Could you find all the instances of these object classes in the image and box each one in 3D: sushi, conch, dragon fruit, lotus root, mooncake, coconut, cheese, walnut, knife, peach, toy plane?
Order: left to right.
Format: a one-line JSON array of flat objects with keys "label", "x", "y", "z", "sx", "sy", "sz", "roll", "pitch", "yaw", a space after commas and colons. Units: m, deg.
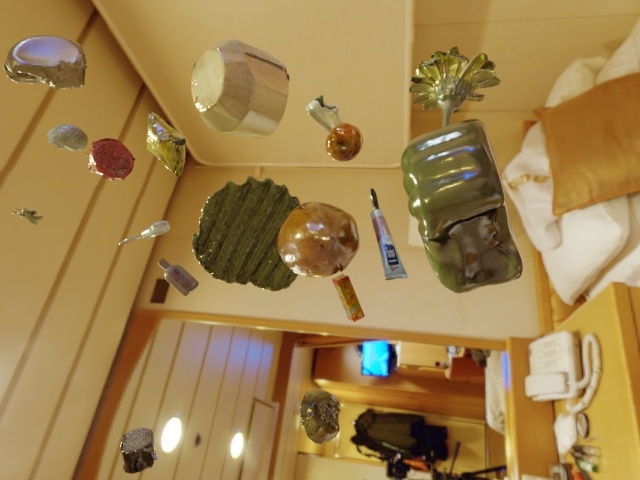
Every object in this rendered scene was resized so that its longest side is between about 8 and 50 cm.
[{"label": "toy plane", "x": -1.008, "y": -0.085, "z": 1.506, "sx": 0.111, "sy": 0.103, "sz": 0.040, "roll": 116, "pitch": 167, "yaw": -72}, {"label": "cheese", "x": -0.769, "y": -0.496, "z": 1.217, "sx": 0.175, "sy": 0.203, "sz": 0.091, "roll": 64, "pitch": 154, "yaw": 22}, {"label": "conch", "x": -0.616, "y": -0.256, "z": 1.065, "sx": 0.076, "sy": 0.057, "sz": 0.085, "roll": 52, "pitch": -157, "yaw": -3}, {"label": "dragon fruit", "x": -0.732, "y": -0.268, "z": 1.491, "sx": 0.153, "sy": 0.111, "sz": 0.152, "roll": 21, "pitch": -117, "yaw": -49}, {"label": "sushi", "x": -0.502, "y": 0.580, "z": 1.196, "sx": 0.150, "sy": 0.091, "sz": 0.078, "roll": 175, "pitch": 90, "yaw": -66}, {"label": "knife", "x": -0.734, "y": -0.016, "z": 1.754, "sx": 0.080, "sy": 0.332, "sz": 0.044, "roll": -20, "pitch": -87, "yaw": -59}, {"label": "coconut", "x": -0.254, "y": -0.485, "z": 1.430, "sx": 0.323, "sy": 0.324, "sz": 0.322, "roll": 3, "pitch": -90, "yaw": -78}, {"label": "walnut", "x": 0.000, "y": 0.000, "z": 1.111, "sx": 0.336, "sy": 0.209, "sz": 0.208, "roll": 178, "pitch": 95, "yaw": -78}, {"label": "lotus root", "x": 0.020, "y": 0.608, "z": 1.521, "sx": 0.204, "sy": 0.078, "sz": 0.183, "roll": 6, "pitch": -121, "yaw": -58}, {"label": "peach", "x": 0.086, "y": -0.346, "z": 1.539, "sx": 0.138, "sy": 0.138, "sz": 0.137, "roll": 3, "pitch": -90, "yaw": -78}, {"label": "mooncake", "x": 0.289, "y": -0.075, "z": 0.906, "sx": 0.351, "sy": 0.188, "sz": 0.350, "roll": 44, "pitch": -143, "yaw": -47}]

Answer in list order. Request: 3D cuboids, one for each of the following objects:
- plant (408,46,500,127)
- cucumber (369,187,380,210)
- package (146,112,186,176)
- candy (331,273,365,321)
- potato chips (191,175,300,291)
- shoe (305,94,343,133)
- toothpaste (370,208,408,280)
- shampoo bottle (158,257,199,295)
[{"label": "plant", "x": 0.452, "y": -0.550, "z": 1.571, "sx": 0.297, "sy": 0.261, "sz": 0.306, "roll": -43, "pitch": 8, "yaw": -26}, {"label": "cucumber", "x": 0.241, "y": -0.168, "z": 1.916, "sx": 0.032, "sy": 0.032, "sz": 0.132, "roll": -1, "pitch": -102, "yaw": -78}, {"label": "package", "x": -0.567, "y": -0.354, "z": 1.592, "sx": 0.090, "sy": 0.226, "sz": 0.168, "roll": -29, "pitch": -29, "yaw": -44}, {"label": "candy", "x": 0.074, "y": 0.152, "z": 1.160, "sx": 0.062, "sy": 0.038, "sz": 0.121, "roll": 178, "pitch": 70, "yaw": -78}, {"label": "potato chips", "x": -0.203, "y": -0.004, "z": 1.337, "sx": 0.070, "sy": 0.359, "sz": 0.429, "roll": -99, "pitch": 32, "yaw": -51}, {"label": "shoe", "x": 0.062, "y": -0.552, "z": 1.978, "sx": 0.110, "sy": 0.265, "sz": 0.095, "roll": -45, "pitch": 29, "yaw": 25}, {"label": "toothpaste", "x": 0.166, "y": 0.009, "z": 1.092, "sx": 0.036, "sy": 0.056, "sz": 0.205, "roll": 91, "pitch": 170, "yaw": -54}, {"label": "shampoo bottle", "x": -0.540, "y": 0.132, "z": 1.630, "sx": 0.080, "sy": 0.165, "sz": 0.040, "roll": -46, "pitch": -1, "yaw": -39}]
